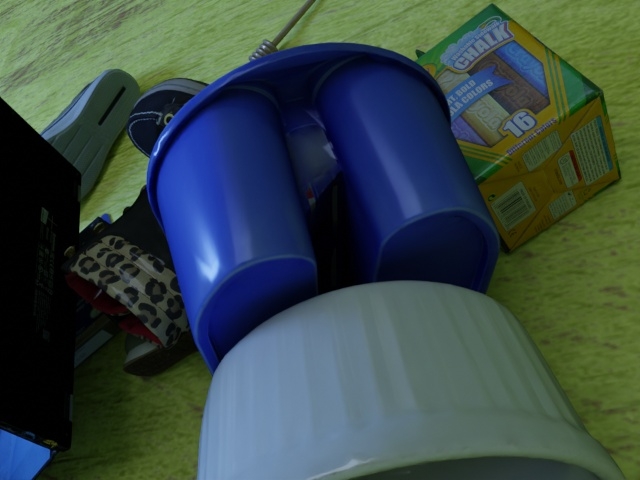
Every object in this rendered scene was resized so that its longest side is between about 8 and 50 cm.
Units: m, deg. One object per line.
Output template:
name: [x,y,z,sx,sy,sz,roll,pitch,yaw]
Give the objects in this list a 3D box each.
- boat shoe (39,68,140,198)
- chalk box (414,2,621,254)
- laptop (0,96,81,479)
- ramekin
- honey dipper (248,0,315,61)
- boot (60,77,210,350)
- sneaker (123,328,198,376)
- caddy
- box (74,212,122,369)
boat shoe: [-0.400,-0.149,1.055,0.094,0.109,0.302,0,52,51]
chalk box: [0.162,-0.121,0.634,0.132,0.132,0.213,-36,50,9]
laptop: [-0.403,0.068,0.727,0.236,0.408,0.382,-21,53,9]
ramekin: [0.046,0.154,0.452,0.277,0.277,0.135,-28,42,16]
honey dipper: [-0.044,-0.318,0.963,0.161,0.030,0.030,-51,48,-7]
boot: [-0.185,-0.045,0.773,0.377,0.138,0.284,21,62,39]
sneaker: [-0.151,0.084,0.754,0.192,0.064,0.086,-26,52,19]
caddy: [0.000,0.000,0.536,0.241,0.341,0.179,-16,58,-8]
box: [-0.334,0.060,0.911,0.136,0.036,0.225,-40,47,6]
